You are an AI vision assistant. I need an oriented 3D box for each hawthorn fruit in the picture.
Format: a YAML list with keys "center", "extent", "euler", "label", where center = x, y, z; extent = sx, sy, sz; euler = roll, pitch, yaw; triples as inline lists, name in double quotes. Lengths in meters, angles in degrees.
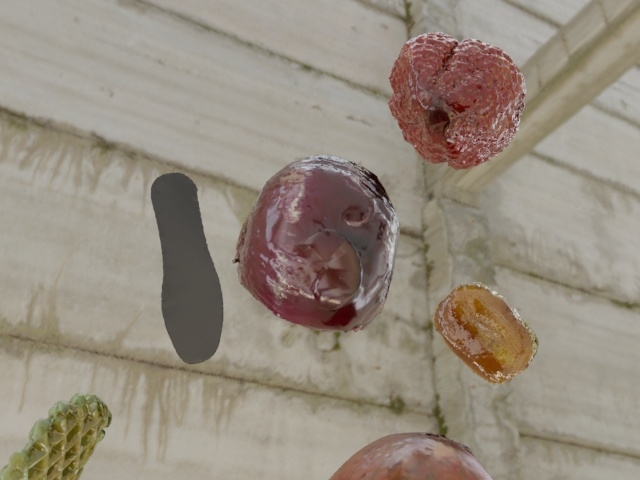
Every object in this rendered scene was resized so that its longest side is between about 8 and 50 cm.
- center: [0.133, 0.368, 0.958]
  extent: [0.276, 0.276, 0.307]
  euler: [41, -139, -4]
  label: "hawthorn fruit"

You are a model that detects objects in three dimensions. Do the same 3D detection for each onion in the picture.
- center: [0.001, -0.005, 0.946]
  extent: [0.216, 0.207, 0.206]
  euler: [17, -169, 2]
  label: "onion"

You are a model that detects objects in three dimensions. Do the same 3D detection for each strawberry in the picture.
- center: [0.238, -0.241, 1.301]
  extent: [0.249, 0.239, 0.288]
  euler: [11, -157, 11]
  label: "strawberry"

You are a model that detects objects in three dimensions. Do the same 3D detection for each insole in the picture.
- center: [-0.094, 0.019, 0.508]
  extent: [0.045, 0.002, 0.135]
  euler: [-11, -88, -23]
  label: "insole"

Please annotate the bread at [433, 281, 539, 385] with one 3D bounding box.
- center: [0.292, 0.162, 1.288]
  extent: [0.190, 0.132, 0.114]
  euler: [44, -168, 17]
  label: "bread"

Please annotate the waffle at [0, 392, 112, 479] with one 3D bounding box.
- center: [-0.292, 0.244, 0.768]
  extent: [0.036, 0.169, 0.184]
  euler: [27, -105, 12]
  label: "waffle"
